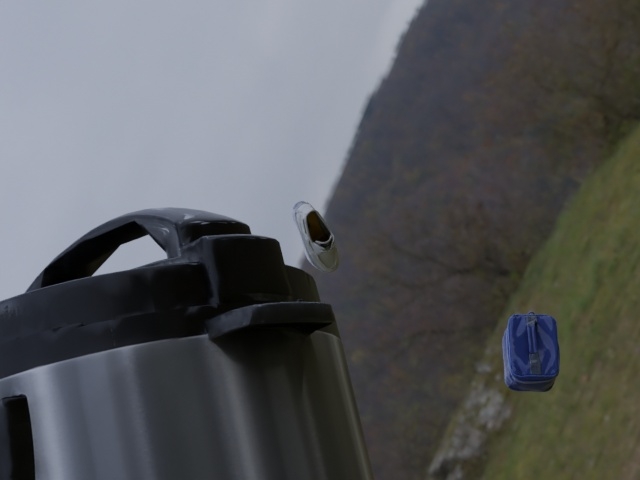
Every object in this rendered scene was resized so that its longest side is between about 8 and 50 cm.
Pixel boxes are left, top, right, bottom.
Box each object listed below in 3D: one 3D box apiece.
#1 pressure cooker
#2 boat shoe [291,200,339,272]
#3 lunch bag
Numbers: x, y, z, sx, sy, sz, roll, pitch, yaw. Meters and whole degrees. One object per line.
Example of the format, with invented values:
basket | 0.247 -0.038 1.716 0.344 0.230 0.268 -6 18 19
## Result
pressure cooker | -0.143 0.190 1.020 0.375 0.370 0.420 68 -171 -75
boat shoe | 0.000 0.000 1.403 0.035 0.035 0.100 -34 -57 -17
lunch bag | 0.269 0.138 1.581 0.065 0.067 0.098 91 178 -64
